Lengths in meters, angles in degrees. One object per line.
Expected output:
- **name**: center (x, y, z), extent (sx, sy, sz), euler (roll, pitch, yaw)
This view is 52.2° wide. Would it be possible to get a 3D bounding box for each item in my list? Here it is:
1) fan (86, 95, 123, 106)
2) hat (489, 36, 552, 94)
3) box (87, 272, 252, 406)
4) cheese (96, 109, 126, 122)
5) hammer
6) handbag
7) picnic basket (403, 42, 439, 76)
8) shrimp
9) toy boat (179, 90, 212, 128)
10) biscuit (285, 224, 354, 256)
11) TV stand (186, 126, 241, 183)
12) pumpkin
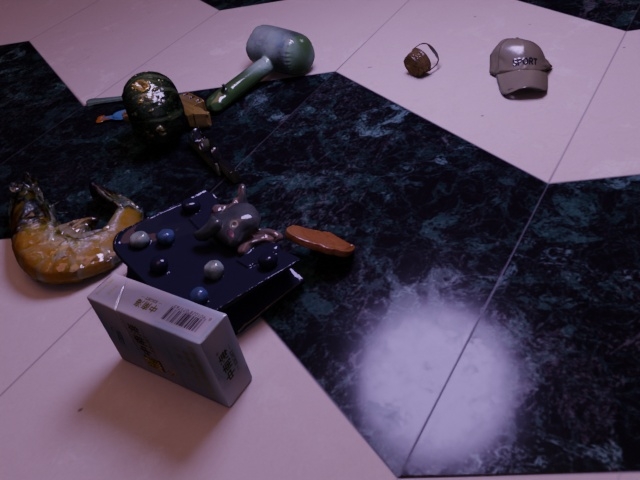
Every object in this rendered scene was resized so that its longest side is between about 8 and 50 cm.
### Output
- **fan**: center (-0.585, -0.410, 1.882), extent (0.193, 0.016, 0.038), euler (-5, 38, 11)
- **hat**: center (0.474, -0.407, 1.521), extent (0.146, 0.085, 0.175), euler (-4, 39, 10)
- **box**: center (-0.234, 0.151, 1.014), extent (0.242, 0.155, 0.067), euler (14, 45, 31)
- **cheese**: center (-0.562, -0.341, 1.793), extent (0.111, 0.017, 0.047), euler (-8, 37, 7)
- **hammer**: center (-0.184, -0.455, 1.760), extent (0.206, 0.119, 0.335), euler (26, 60, 40)
- **handbag**: center (-0.198, 0.025, 1.187), extent (0.269, 0.119, 0.325), euler (-35, 46, -25)
- **picnic basket**: center (0.260, -0.461, 1.659), extent (0.083, 0.072, 0.072), euler (-39, 45, -15)
- **shrimp**: center (-0.543, -0.059, 1.410), extent (0.272, 0.085, 0.445), euler (-27, 44, -24)
- **toy boat**: center (-0.341, -0.341, 1.701), extent (0.077, 0.057, 0.200), euler (-29, 41, -26)
- **biscuit**: center (0.000, 0.000, 1.180), extent (0.130, 0.019, 0.102), euler (16, 15, -7)
- **TV stand**: center (-0.248, -0.198, 1.520), extent (0.042, 0.036, 0.249), euler (-27, 42, -17)
- **pumpkin**: center (-0.408, -0.319, 1.595), extent (0.146, 0.191, 0.190), euler (-30, 42, -28)
